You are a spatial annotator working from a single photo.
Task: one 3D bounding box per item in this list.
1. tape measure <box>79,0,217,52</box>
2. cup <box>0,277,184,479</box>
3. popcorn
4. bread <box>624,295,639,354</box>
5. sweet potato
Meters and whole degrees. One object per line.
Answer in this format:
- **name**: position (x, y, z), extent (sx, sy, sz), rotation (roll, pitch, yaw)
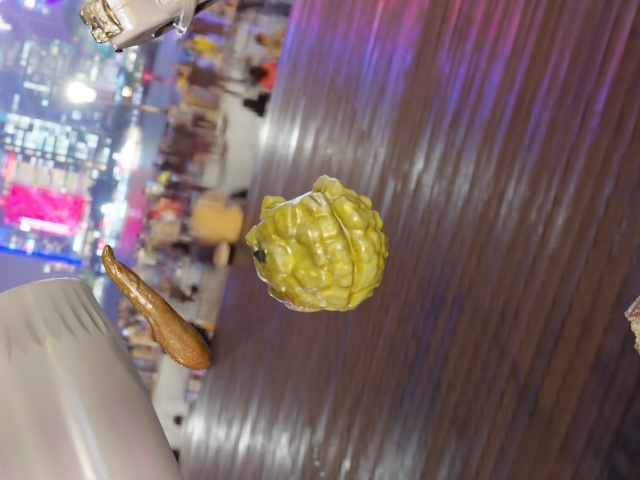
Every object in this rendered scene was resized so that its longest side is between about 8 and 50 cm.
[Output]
- **tape measure**: position (-0.211, -0.347, 1.486), extent (0.120, 0.197, 0.236), rotation (59, -171, -9)
- **cup**: position (-0.364, 0.259, 1.545), extent (0.371, 0.253, 0.253), rotation (66, 155, 19)
- **popcorn**: position (-0.005, 0.007, 1.277), extent (0.142, 0.173, 0.173), rotation (-61, 1, -31)
- **bread**: position (0.694, 0.122, 1.928), extent (0.192, 0.171, 0.314), rotation (-60, 14, -15)
- **sweet potato**: position (-0.213, 0.093, 1.387), extent (0.050, 0.214, 0.050), rotation (-33, 21, 14)
